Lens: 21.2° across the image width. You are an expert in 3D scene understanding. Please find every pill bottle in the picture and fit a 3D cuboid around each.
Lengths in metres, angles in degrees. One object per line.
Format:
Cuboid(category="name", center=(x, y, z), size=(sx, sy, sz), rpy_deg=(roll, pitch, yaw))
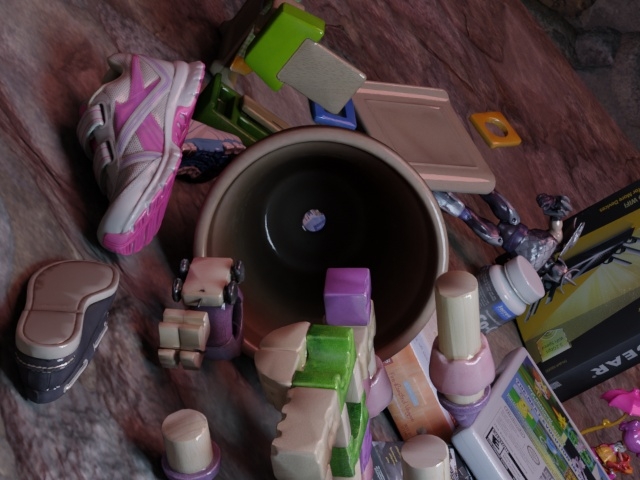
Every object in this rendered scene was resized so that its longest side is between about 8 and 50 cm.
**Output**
Cuboid(category="pill bottle", center=(0.230, 0.081, 2.320), size=(0.078, 0.137, 0.078), rpy_deg=(45, 25, -28))

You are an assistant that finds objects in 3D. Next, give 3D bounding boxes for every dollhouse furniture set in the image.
Cuboid(category="dollhouse furniture set", center=(-0.027, -0.228, 2.081), size=(0.151, 0.197, 0.301), rpy_deg=(34, 26, -15))

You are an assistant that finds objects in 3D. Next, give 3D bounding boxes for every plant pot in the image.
Cuboid(category="plant pot", center=(-0.006, -0.004, 1.844), size=(0.263, 0.263, 0.229), rpy_deg=(53, 3, -10))

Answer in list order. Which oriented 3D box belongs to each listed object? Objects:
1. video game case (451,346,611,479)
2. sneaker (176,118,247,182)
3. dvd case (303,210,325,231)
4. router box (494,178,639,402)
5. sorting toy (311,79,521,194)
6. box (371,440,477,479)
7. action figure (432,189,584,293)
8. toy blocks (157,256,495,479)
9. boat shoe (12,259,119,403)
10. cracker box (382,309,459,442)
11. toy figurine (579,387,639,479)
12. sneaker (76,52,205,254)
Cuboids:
Cuboid(category="video game case", center=(0.289, 0.314, 2.058), size=(0.329, 0.036, 0.300), rpy_deg=(57, 24, -3))
Cuboid(category="sneaker", center=(-0.148, -0.113, 1.876), size=(0.083, 0.071, 0.191), rpy_deg=(57, 20, 15))
Cuboid(category="dvd case", center=(0.000, 0.000, 2.098), size=(0.253, 0.022, 0.180), rpy_deg=(57, 21, 0))
Cuboid(category="router box", center=(0.438, 0.065, 2.559), size=(0.081, 0.309, 0.243), rpy_deg=(38, 28, -48))
Cuboid(category="sorting toy", center=(0.137, -0.138, 2.420), size=(0.348, 0.047, 0.196), rpy_deg=(3, 47, -32))
Cuboid(category="box", center=(0.143, 0.365, 1.830), size=(0.242, 0.076, 0.307), rpy_deg=(12, 50, -61))
Cuboid(category="action figure", center=(0.269, -0.018, 2.523), size=(0.285, 0.185, 0.099), rpy_deg=(39, -6, -7))
Cuboid(category="toy blocks", center=(0.003, 0.201, 1.638), size=(0.288, 0.309, 0.260), rpy_deg=(-74, 162, -48))
Cuboid(category="boat shoe", center=(-0.224, 0.075, 1.493), size=(0.206, 0.075, 0.065), rpy_deg=(-76, 173, -68))
Cuboid(category="cracker box", center=(0.128, 0.145, 2.087), size=(0.155, 0.067, 0.232), rpy_deg=(65, 19, -9))
Cuboid(category="toy figurine", center=(0.404, 0.281, 2.393), size=(0.173, 0.159, 0.130), rpy_deg=(59, 22, 2))
Cuboid(category="sneaker", center=(-0.195, -0.091, 1.714), size=(0.111, 0.103, 0.252), rpy_deg=(16, 47, -6))
